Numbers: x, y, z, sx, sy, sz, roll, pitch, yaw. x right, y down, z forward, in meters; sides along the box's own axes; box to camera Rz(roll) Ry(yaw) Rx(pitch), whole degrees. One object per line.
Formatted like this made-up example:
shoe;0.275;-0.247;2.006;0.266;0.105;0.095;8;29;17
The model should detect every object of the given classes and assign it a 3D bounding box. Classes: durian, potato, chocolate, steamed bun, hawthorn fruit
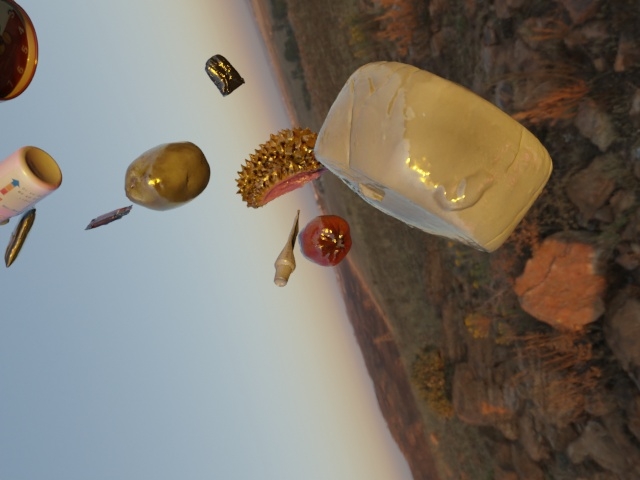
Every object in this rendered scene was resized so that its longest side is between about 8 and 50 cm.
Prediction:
durian;-0.108;-0.236;1.594;0.191;0.341;0.112;63;168;-3
potato;-0.510;-0.221;1.839;0.326;0.243;0.220;-53;-47;-66
chocolate;-0.765;-0.081;1.944;0.086;0.183;0.028;-96;-19;-59
steamed bun;0.195;-0.140;0.890;0.384;0.247;0.236;30;-179;-7
hawthorn fruit;0.000;0.000;2.261;0.261;0.224;0.224;0;113;53

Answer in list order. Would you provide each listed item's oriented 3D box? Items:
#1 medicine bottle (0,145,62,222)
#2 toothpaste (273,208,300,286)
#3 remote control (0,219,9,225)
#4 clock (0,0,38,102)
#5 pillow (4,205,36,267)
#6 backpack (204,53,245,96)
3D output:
medicine bottle;-0.895;-0.154;1.566;0.152;0.255;0.152;52;-160;-28
toothpaste;-0.098;0.032;1.712;0.069;0.099;0.282;32;-137;-16
remote control;-1.076;-0.066;1.711;0.029;0.162;0.061;41;127;26
clock;-0.952;-0.560;1.566;0.318;0.081;0.318;15;-90;-83
pillow;-0.998;-0.021;1.787;0.052;0.208;0.212;27;174;-31
backpack;-0.414;-0.701;2.278;0.165;0.120;0.106;55;161;-11
